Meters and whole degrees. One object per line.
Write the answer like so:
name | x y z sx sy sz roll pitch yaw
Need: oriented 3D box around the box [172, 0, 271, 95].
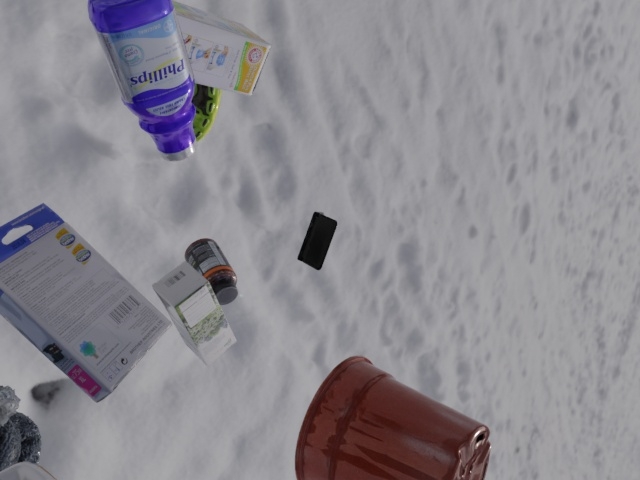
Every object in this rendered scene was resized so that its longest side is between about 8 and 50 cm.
box | -0.208 -0.339 1.063 0.203 0.114 0.103 3 122 -42

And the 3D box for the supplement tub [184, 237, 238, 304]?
supplement tub | -0.300 0.090 1.696 0.106 0.198 0.106 -21 140 -19

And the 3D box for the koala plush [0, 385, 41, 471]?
koala plush | -0.507 0.274 0.861 0.203 0.197 0.221 -74 170 -55

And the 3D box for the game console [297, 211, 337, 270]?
game console | 0.000 0.000 1.423 0.107 0.071 0.122 -8 120 -77

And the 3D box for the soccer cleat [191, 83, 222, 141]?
soccer cleat | -0.250 -0.361 1.395 0.121 0.094 0.288 -38 147 -70

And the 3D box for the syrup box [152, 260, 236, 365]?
syrup box | -0.280 0.169 1.373 0.093 0.096 0.236 -39 142 -23

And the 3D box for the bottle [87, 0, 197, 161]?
bottle | -0.256 -0.250 0.937 0.118 0.092 0.282 -25 139 -16

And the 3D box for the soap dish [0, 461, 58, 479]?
soap dish | -0.265 0.335 0.505 0.229 0.291 0.118 -28 124 -45

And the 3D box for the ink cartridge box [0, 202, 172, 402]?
ink cartridge box | -0.415 0.095 1.006 0.311 0.065 0.185 48 34 -8

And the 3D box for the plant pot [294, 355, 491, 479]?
plant pot | 0.140 0.377 1.080 0.272 0.265 0.272 -26 123 -48
